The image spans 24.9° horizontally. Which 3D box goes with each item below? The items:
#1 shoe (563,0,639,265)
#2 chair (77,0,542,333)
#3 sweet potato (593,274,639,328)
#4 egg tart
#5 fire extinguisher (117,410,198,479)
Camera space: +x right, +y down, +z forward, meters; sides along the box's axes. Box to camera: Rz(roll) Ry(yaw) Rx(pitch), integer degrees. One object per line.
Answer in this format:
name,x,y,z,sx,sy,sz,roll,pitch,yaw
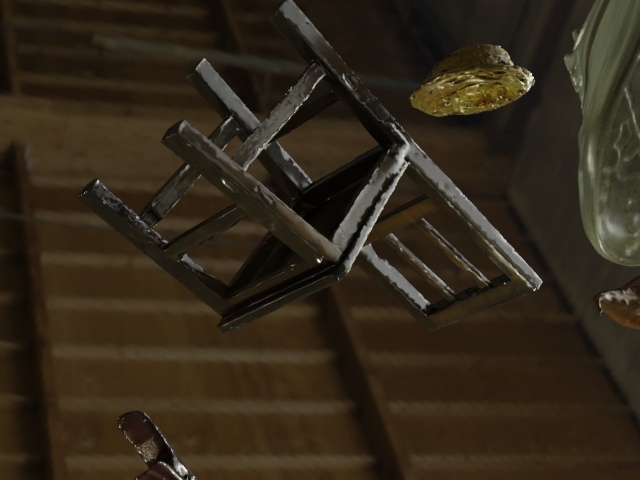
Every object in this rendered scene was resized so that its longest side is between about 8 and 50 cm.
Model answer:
shoe,0.275,-0.141,1.287,0.124,0.316,0.159,18,-179,-24
chair,0.000,0.000,1.505,0.416,0.203,0.241,47,-133,-15
sweet potato,0.205,0.042,0.810,0.195,0.056,0.056,11,-154,-49
egg tart,0.146,-0.160,1.434,0.128,0.129,0.049,-2,-103,-30
fire extinguisher,-0.035,0.248,0.890,0.106,0.147,0.337,-33,-122,-7
